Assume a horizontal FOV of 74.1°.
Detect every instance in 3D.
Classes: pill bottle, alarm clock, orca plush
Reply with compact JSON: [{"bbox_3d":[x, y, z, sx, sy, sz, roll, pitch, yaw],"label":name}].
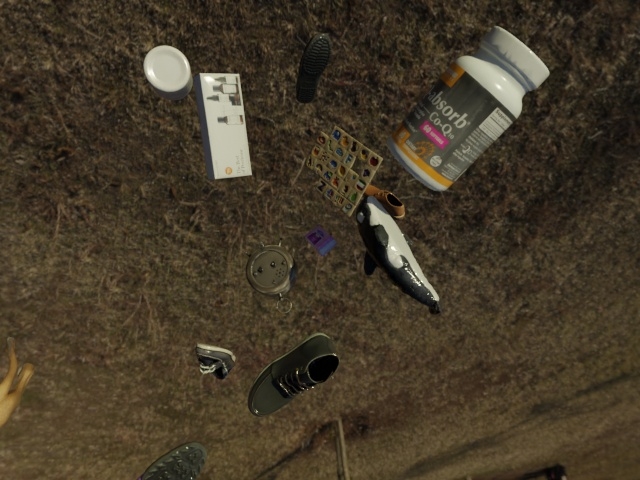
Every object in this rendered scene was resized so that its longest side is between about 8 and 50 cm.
[{"bbox_3d":[0.272,-0.242,0.807,0.162,0.162,0.278,22,121,-35],"label":"pill bottle"},{"bbox_3d":[-0.119,0.095,1.089,0.129,0.192,0.064,-22,167,-1],"label":"alarm clock"},{"bbox_3d":[0.147,0.047,0.912,0.102,0.151,0.287,-38,90,26],"label":"orca plush"},{"bbox_3d":[-0.470,-0.512,1.330,0.131,0.229,0.131,-2,99,-14],"label":"pill bottle"}]

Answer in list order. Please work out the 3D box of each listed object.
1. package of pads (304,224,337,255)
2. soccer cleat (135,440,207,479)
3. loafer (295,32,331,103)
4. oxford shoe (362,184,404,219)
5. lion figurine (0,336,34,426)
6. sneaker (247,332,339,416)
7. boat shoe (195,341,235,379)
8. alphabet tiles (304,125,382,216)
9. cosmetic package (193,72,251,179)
[{"bbox_3d":[0.000,0.000,1.042,0.050,0.083,0.032,-38,126,-7],"label":"package of pads"},{"bbox_3d":[-0.415,0.599,1.021,0.318,0.116,0.109,-42,104,-16],"label":"soccer cleat"},{"bbox_3d":[-0.034,-0.522,1.269,0.080,0.078,0.220,1,142,-25],"label":"loafer"},{"bbox_3d":[0.236,-0.165,1.599,0.076,0.212,0.076,-38,148,-24],"label":"oxford shoe"},{"bbox_3d":[-0.655,0.387,0.778,0.142,0.393,0.240,20,167,-29],"label":"lion figurine"},{"bbox_3d":[-0.060,0.280,0.849,0.222,0.118,0.083,-44,98,-4],"label":"sneaker"},{"bbox_3d":[-0.247,0.286,0.993,0.075,0.065,0.206,13,157,8],"label":"boat shoe"},{"bbox_3d":[0.053,-0.219,1.277,0.009,0.237,0.198,-6,131,-52],"label":"alphabet tiles"},{"bbox_3d":[-0.233,-0.270,1.017,0.098,0.239,0.060,-12,-168,-29],"label":"cosmetic package"}]
